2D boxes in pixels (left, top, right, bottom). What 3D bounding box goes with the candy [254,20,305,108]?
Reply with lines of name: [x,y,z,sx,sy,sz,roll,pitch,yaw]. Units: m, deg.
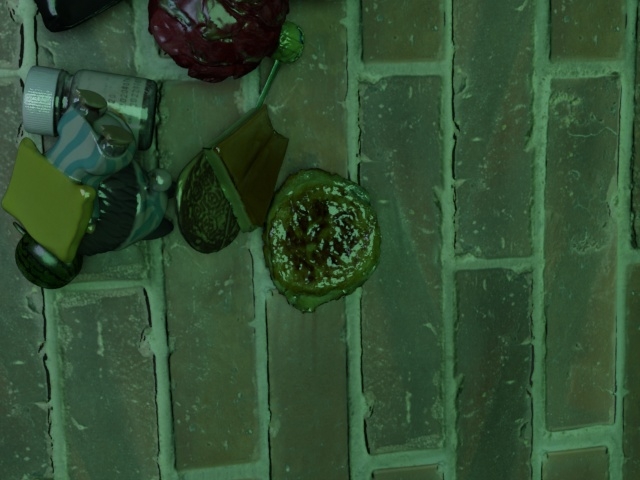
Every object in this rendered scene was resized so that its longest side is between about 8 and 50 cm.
candy: [-0.132,-0.359,1.840,0.092,0.093,0.336,24,99,-14]

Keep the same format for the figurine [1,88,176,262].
figurine: [-0.442,-0.144,1.695,0.266,0.377,0.361,51,119,14]

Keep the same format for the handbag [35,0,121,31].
handbag: [-0.527,-0.657,1.694,0.287,0.152,0.342,-25,104,-19]

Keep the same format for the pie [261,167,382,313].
pie: [0.000,0.000,1.891,0.288,0.103,0.355,-7,96,-16]

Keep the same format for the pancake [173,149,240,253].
pancake: [-0.253,-0.093,1.793,0.250,0.031,0.250,-19,114,-53]

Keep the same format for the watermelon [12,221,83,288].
watermelon: [-0.632,0.025,1.755,0.187,0.140,0.141,40,88,-6]

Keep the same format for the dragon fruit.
dragon fruit: [-0.219,-0.510,1.680,0.329,0.329,0.329,-1,97,-11]

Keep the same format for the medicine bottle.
medicine bottle: [-0.507,-0.295,1.725,0.273,0.165,0.165,5,96,-11]

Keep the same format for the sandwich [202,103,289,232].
sandwich: [-0.145,-0.173,1.825,0.212,0.063,0.245,-46,131,-31]
